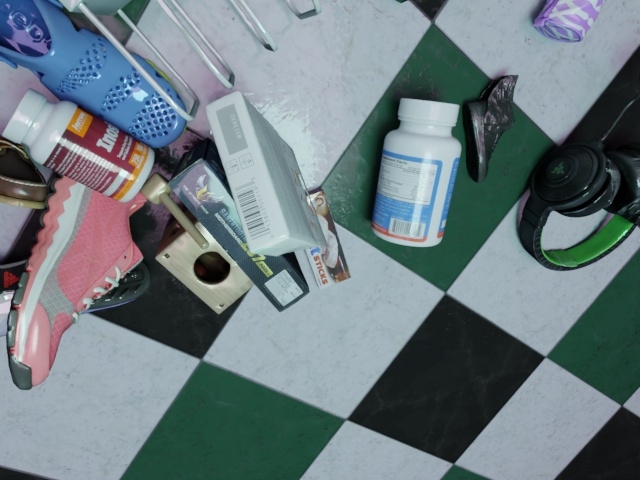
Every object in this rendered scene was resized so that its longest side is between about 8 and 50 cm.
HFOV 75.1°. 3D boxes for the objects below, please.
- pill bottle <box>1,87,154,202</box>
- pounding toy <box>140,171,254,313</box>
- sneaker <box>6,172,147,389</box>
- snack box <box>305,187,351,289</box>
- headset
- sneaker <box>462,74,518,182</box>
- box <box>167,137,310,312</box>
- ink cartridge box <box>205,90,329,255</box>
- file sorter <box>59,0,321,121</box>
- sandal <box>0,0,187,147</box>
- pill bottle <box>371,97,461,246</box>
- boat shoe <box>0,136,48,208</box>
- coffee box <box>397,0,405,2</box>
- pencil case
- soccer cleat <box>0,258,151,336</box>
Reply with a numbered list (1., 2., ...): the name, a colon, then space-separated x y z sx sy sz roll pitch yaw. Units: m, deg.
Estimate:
1. pill bottle: -0.298 -0.117 0.523 0.152 0.086 0.086 30 101 -38
2. pounding toy: -0.192 0.005 0.604 0.094 0.181 0.206 -40 114 3
3. sneaker: -0.313 0.036 0.558 0.136 0.116 0.314 18 65 -31
4. snack box: 0.000 0.000 0.737 0.064 0.022 0.178 -21 114 -4
5. headset: 0.522 -0.100 0.743 0.243 0.185 0.394 -3 122 -14
6. sneaker: 0.300 -0.191 0.725 0.089 0.051 0.170 -15 110 -3
7. box: -0.114 -0.030 0.609 0.059 0.183 0.233 -35 114 1
8. ink cartridge box: -0.060 -0.070 0.564 0.056 0.224 0.181 -21 82 8
9. file sorter: -0.113 -0.300 0.494 0.277 0.193 0.173 -37 118 7
10. sandal: -0.314 -0.222 0.513 0.317 0.138 0.126 32 98 -24
11. pill bottle: 0.158 -0.112 0.680 0.124 0.124 0.222 2 109 -15
12. boat shoe: -0.400 -0.095 0.515 0.073 0.207 0.073 14 96 -59
13. coffee box: 0.110 -0.452 0.584 0.113 0.040 0.184 14 106 -18
14. pencil case: 0.418 -0.421 0.648 0.088 0.086 0.206 12 107 -31
15. soccer cleat: -0.427 0.084 0.631 0.318 0.109 0.116 -8 150 -24
